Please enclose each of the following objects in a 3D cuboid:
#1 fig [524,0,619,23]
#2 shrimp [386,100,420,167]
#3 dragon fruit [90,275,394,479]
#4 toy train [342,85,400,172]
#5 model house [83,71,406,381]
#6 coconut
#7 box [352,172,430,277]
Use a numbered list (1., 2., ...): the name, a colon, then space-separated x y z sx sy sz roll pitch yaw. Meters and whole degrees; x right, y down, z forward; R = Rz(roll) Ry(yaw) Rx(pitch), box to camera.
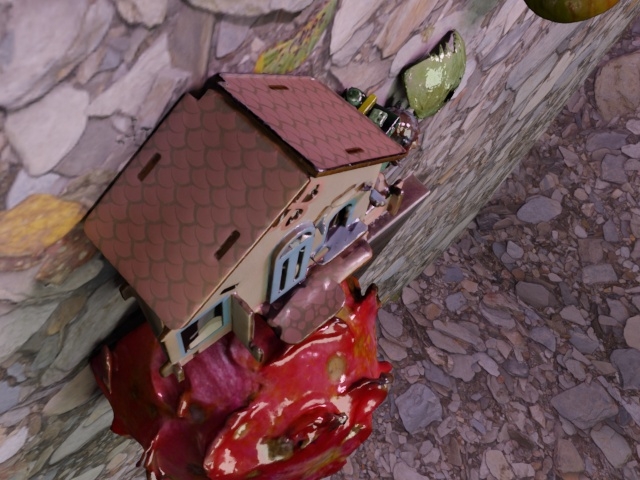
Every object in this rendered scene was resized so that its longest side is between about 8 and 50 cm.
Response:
1. fig: 0.304 -0.363 0.698 0.151 0.151 0.259 -49 160 9
2. shrimp: 0.110 -0.149 0.849 0.233 0.079 0.090 0 94 -74
3. dragon fruit: -0.080 0.202 0.767 0.386 0.249 0.371 -6 151 -39
4. toy train: 0.050 -0.130 0.712 0.050 0.081 0.122 -49 167 -16
5. model house: -0.039 -0.030 0.545 0.326 0.169 0.244 -36 159 -23
6. coconut: 0.165 -0.226 0.834 0.133 0.055 0.158 -51 167 21
7. box: 0.039 0.038 0.930 0.180 0.047 0.325 -38 169 -32
